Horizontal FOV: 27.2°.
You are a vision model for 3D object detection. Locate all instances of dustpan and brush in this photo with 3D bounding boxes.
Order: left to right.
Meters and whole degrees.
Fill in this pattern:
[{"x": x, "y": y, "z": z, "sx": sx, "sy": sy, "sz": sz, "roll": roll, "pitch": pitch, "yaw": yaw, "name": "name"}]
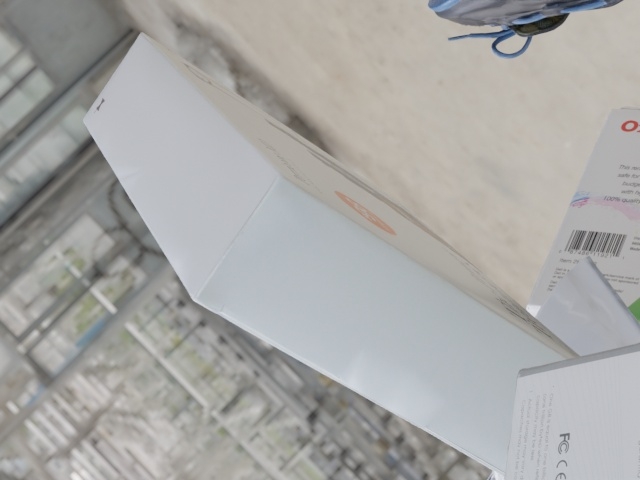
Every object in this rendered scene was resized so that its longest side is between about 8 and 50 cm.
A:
[{"x": 0.197, "y": 0.137, "z": 1.110, "sx": 0.060, "sy": 0.211, "sz": 0.147, "roll": 27, "pitch": -156, "yaw": -40, "name": "dustpan and brush"}]

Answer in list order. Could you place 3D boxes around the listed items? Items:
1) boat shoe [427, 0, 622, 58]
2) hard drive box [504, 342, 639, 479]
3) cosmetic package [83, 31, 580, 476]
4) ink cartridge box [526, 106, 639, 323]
[{"x": 0.155, "y": -0.190, "z": 1.032, "sx": 0.089, "sy": 0.109, "sz": 0.258, "roll": 35, "pitch": -178, "yaw": -13, "name": "boat shoe"}, {"x": 0.166, "y": 0.121, "z": 0.440, "sx": 0.089, "sy": 0.181, "sz": 0.232, "roll": 23, "pitch": 154, "yaw": -29, "name": "hard drive box"}, {"x": 0.000, "y": 0.000, "z": 0.940, "sx": 0.284, "sy": 0.097, "sz": 0.377, "roll": 30, "pitch": -172, "yaw": -27, "name": "cosmetic package"}, {"x": 0.362, "y": 0.004, "z": 1.363, "sx": 0.201, "sy": 0.278, "sz": 0.117, "roll": 7, "pitch": 145, "yaw": 33, "name": "ink cartridge box"}]
